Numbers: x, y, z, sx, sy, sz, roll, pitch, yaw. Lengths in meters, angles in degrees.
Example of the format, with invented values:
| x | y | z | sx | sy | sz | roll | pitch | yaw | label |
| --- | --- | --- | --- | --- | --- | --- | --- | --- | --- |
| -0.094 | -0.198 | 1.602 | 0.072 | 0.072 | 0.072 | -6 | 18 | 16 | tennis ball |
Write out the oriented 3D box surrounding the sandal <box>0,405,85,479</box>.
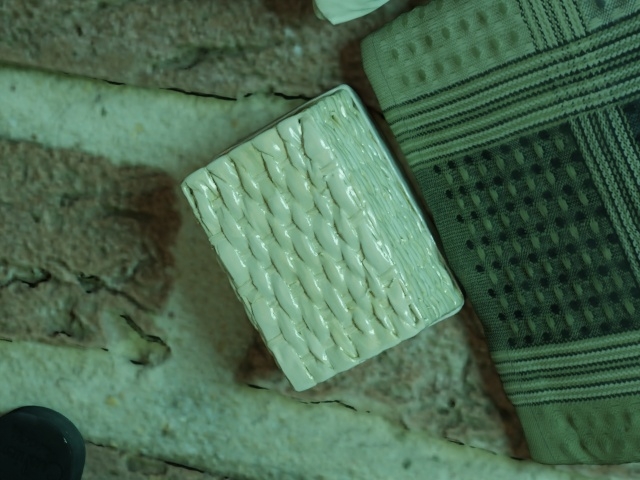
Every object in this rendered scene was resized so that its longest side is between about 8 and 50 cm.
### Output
| x | y | z | sx | sy | sz | roll | pitch | yaw | label |
| --- | --- | --- | --- | --- | --- | --- | --- | --- | --- |
| -0.232 | 0.243 | 1.156 | 0.097 | 0.054 | 0.255 | 11 | 104 | 15 | sandal |

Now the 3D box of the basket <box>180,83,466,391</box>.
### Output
| x | y | z | sx | sy | sz | roll | pitch | yaw | label |
| --- | --- | --- | --- | --- | --- | --- | --- | --- | --- |
| 0.000 | 0.000 | 1.009 | 0.113 | 0.103 | 0.167 | -29 | 90 | 20 | basket |

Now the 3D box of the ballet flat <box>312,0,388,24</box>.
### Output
| x | y | z | sx | sy | sz | roll | pitch | yaw | label |
| --- | --- | --- | --- | --- | --- | --- | --- | --- | --- |
| -0.008 | -0.192 | 0.989 | 0.280 | 0.095 | 0.096 | 19 | 116 | 24 | ballet flat |

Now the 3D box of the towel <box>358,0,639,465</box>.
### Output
| x | y | z | sx | sy | sz | roll | pitch | yaw | label |
| --- | --- | --- | --- | --- | --- | --- | --- | --- | --- |
| 0.179 | -0.026 | 0.902 | 0.324 | 0.056 | 0.312 | -16 | 99 | 54 | towel |
